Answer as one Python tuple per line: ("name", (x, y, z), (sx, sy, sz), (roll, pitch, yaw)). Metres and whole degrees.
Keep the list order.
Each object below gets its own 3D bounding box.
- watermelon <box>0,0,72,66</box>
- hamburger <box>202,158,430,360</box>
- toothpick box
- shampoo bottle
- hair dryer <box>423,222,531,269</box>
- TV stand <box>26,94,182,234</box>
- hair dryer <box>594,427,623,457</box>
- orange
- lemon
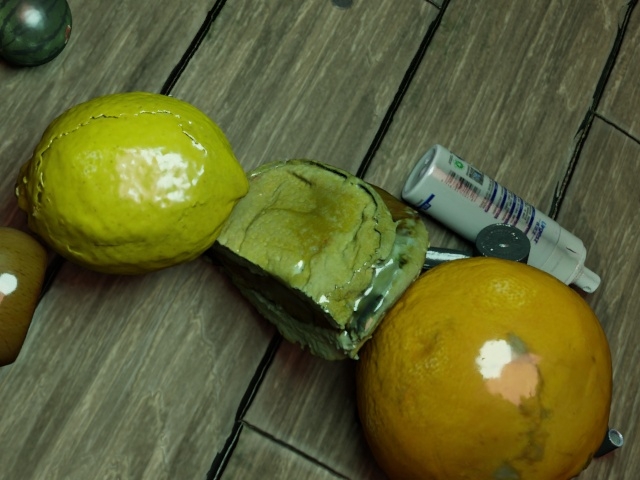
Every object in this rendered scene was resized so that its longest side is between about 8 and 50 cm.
("watermelon", (-0.345, -0.273, 1.097), (0.105, 0.105, 0.133), (33, 69, -9))
("hamburger", (0.000, 0.000, 1.075), (0.211, 0.308, 0.132), (-43, 133, -20))
("toothpick box", (-0.445, 0.031, 0.938), (0.294, 0.192, 0.192), (19, 70, -21))
("shampoo bottle", (0.260, -0.016, 1.263), (0.303, 0.092, 0.092), (32, 67, -11))
("hair dryer", (0.162, 0.034, 1.216), (0.219, 0.124, 0.072), (7, 47, 4))
("TV stand", (-0.259, -0.095, 1.118), (0.249, 0.036, 0.042), (-42, 94, -25))
("hair dryer", (0.390, 0.255, 1.268), (0.026, 0.047, 0.083), (16, 51, -24))
("orange", (0.189, 0.169, 1.071), (0.312, 0.312, 0.312), (5, 74, -19))
("lemon", (-0.207, -0.061, 1.001), (0.260, 0.204, 0.204), (-3, 76, 2))
